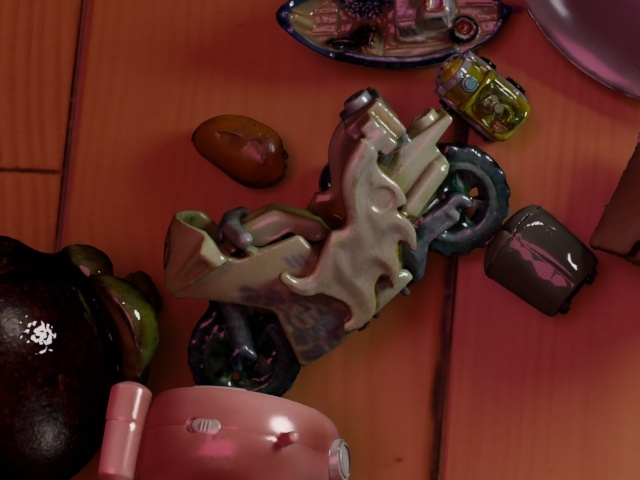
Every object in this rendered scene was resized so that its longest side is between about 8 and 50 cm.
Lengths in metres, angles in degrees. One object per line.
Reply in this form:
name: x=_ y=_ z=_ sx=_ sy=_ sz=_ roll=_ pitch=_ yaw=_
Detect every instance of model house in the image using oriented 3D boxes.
model house: x=0.409 y=-0.020 z=1.399 sx=0.172 sy=0.183 sz=0.166 roll=27 pitch=89 yaw=-19

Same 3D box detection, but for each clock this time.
clock: x=-0.088 y=0.244 z=1.483 sx=0.241 sy=0.227 sz=0.142 roll=-1 pitch=67 yaw=15

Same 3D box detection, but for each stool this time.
stool: x=0.237 y=0.024 z=1.484 sx=0.110 sy=0.096 sz=0.096 roll=39 pitch=95 yaw=13

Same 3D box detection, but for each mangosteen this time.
mangosteen: x=-0.346 y=0.140 z=1.547 sx=0.330 sy=0.330 sz=0.330 roll=-3 pitch=82 yaw=17

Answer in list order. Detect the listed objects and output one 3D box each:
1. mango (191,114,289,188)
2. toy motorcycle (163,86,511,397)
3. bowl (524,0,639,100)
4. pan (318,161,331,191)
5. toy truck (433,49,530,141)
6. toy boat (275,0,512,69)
mango: x=-0.096 y=-0.108 z=1.624 sx=0.127 sy=0.063 sz=0.077 roll=26 pitch=99 yaw=20
toy motorcycle: x=0.000 y=0.000 z=1.509 sx=0.410 sy=0.169 sz=0.237 roll=-36 pitch=107 yaw=3
bowl: x=0.374 y=-0.324 z=1.426 sx=0.345 sy=0.345 sz=0.157 roll=31 pitch=49 yaw=19
pan: x=0.051 y=-0.081 z=1.593 sx=0.115 sy=0.023 sz=0.068 roll=-40 pitch=72 yaw=12
toy truck: x=0.177 y=-0.159 z=1.524 sx=0.111 sy=0.077 sz=0.076 roll=38 pitch=98 yaw=-9
toy boat: x=0.081 y=-0.255 z=1.559 sx=0.262 sy=0.115 sz=0.114 roll=-2 pitch=82 yaw=18
